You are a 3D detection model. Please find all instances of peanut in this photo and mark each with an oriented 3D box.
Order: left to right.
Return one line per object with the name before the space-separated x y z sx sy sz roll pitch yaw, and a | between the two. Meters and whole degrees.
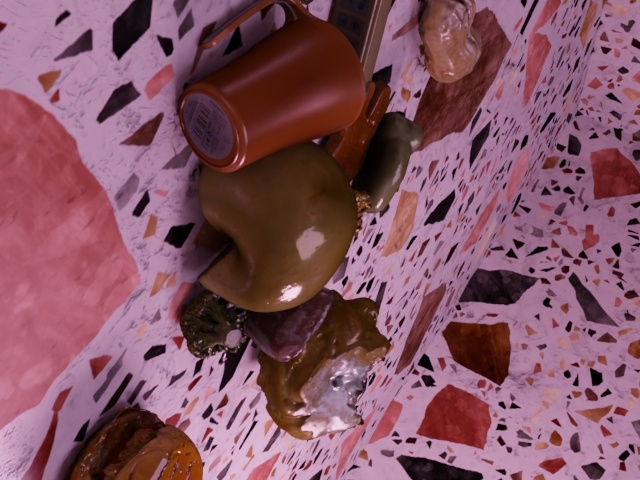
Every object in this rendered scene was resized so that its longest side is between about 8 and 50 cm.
peanut | 0.276 -0.436 1.825 0.130 0.130 0.290 -58 157 -11

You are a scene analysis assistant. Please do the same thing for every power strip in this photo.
power strip | 0.062 -0.371 1.441 0.066 0.092 0.387 -34 145 -50

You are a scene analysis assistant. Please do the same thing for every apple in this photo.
apple | -0.060 -0.025 1.384 0.258 0.233 0.295 -34 147 -44

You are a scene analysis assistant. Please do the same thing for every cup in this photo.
cup | -0.076 -0.227 1.230 0.264 0.182 0.226 -35 114 -39

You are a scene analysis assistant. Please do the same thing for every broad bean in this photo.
broad bean | 0.133 -0.169 1.812 0.169 0.100 0.228 -11 -123 67

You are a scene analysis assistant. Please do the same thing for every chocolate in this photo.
chocolate | -0.090 0.115 1.550 0.080 0.254 0.157 38 83 -28

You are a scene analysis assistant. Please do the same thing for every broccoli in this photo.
broccoli | -0.181 0.148 1.482 0.130 0.120 0.131 42 80 -36

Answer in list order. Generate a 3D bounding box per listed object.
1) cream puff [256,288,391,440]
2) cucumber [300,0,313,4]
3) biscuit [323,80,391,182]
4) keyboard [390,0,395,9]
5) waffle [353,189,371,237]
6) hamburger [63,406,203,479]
cream puff | -0.022 0.260 1.893 0.274 0.270 0.323 13 106 -33
cucumber | 0.009 -0.426 1.331 0.135 0.033 0.034 -56 -163 -15
biscuit | 0.051 -0.187 1.714 0.186 0.044 0.295 -2 120 -63
keyboard | 0.085 -0.391 1.573 0.231 0.023 0.072 -63 153 2
waffle | -0.001 -0.001 1.743 0.245 0.052 0.254 -23 152 -44
hamburger | -0.308 0.409 1.441 0.244 0.163 0.244 -47 154 -31
